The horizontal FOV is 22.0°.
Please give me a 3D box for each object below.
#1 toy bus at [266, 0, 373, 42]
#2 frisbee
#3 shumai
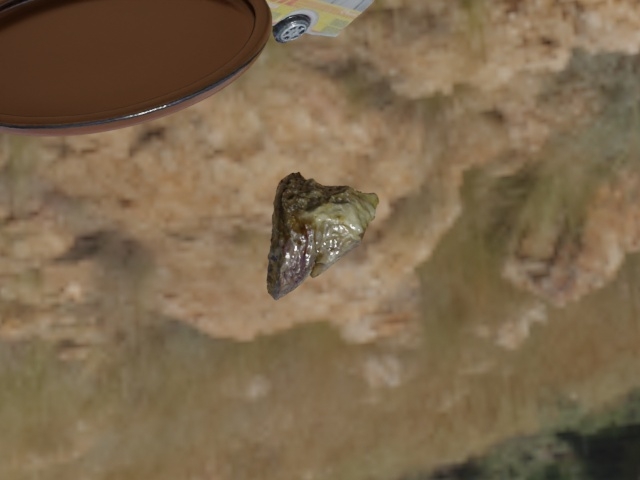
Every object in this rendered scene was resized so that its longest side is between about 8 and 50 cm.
[{"bbox_3d":[-0.056,-0.267,1.617,0.106,0.092,0.268,-38,154,30],"label":"toy bus"},{"bbox_3d":[-0.158,-0.139,1.182,0.250,0.251,0.021,-6,122,5],"label":"frisbee"},{"bbox_3d":[-0.010,0.000,1.596,0.105,0.123,0.139,13,-170,24],"label":"shumai"}]
